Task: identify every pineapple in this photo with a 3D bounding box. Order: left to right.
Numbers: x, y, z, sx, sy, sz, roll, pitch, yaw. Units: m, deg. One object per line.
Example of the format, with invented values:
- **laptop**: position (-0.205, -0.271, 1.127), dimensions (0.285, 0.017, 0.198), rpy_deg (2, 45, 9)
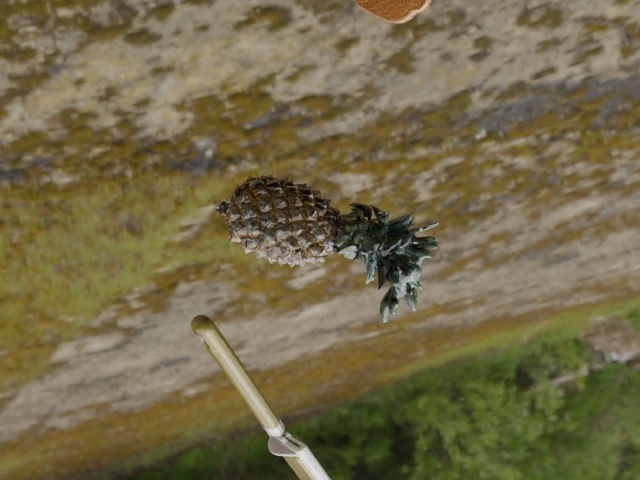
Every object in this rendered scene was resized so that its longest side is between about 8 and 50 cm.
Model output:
- **pineapple**: position (0.000, 0.000, 1.049), dimensions (0.221, 0.103, 0.083), rpy_deg (17, 163, 11)

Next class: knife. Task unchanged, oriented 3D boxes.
- **knife**: position (-0.023, 0.150, 0.790), dimensions (0.022, 0.256, 0.046), rpy_deg (-45, -146, -22)

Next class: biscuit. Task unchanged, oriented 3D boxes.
- **biscuit**: position (0.089, -0.297, 1.187), dimensions (0.130, 0.102, 0.019), rpy_deg (-47, 168, 27)
